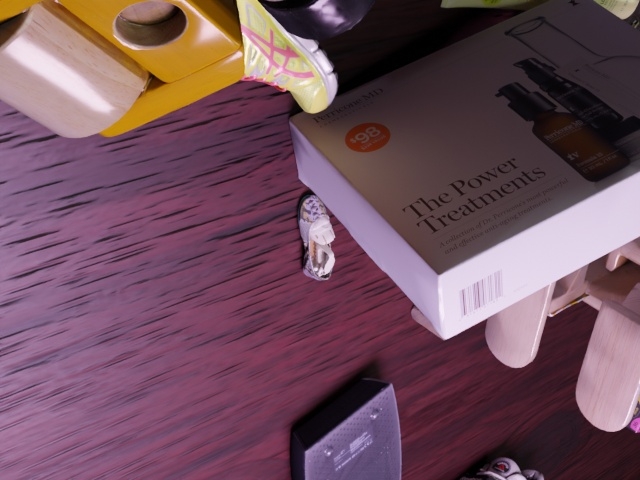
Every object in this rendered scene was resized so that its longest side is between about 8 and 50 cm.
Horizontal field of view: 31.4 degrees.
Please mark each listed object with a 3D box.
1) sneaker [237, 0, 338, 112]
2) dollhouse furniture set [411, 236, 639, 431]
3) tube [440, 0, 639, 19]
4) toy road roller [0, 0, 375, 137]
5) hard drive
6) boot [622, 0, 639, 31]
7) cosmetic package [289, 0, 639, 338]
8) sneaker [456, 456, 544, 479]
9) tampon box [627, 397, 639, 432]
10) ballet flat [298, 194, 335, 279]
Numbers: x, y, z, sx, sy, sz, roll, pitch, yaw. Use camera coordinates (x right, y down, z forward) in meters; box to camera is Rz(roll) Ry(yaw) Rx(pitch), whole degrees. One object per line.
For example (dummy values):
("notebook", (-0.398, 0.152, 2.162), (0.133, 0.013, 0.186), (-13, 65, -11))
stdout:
("sneaker", (-0.060, -0.177, 1.047), (0.094, 0.081, 0.208), (-45, 137, -4))
("dollhouse furniture set", (0.325, 0.062, 1.397), (0.362, 0.394, 0.256), (-23, 133, -38))
("tube", (0.251, -0.293, 1.291), (0.240, 0.062, 0.070), (3, 76, -25))
("toy road roller", (-0.129, -0.248, 0.843), (0.329, 0.240, 0.202), (-24, 150, 20))
("hard drive", (0.034, 0.307, 1.544), (0.172, 0.054, 0.254), (-35, 139, -27))
("boot", (0.357, -0.296, 1.435), (0.263, 0.091, 0.229), (26, 87, -47))
("cosmetic package", (0.200, -0.096, 1.161), (0.377, 0.284, 0.097), (-26, 134, -16))
("sneaker", (0.263, 0.426, 1.871), (0.330, 0.122, 0.146), (12, 90, -51))
("tampon box", (0.619, 0.286, 2.165), (0.161, 0.101, 0.120), (6, 112, -51))
("ballet flat", (0.000, 0.000, 1.277), (0.041, 0.041, 0.114), (-32, 138, -30))
